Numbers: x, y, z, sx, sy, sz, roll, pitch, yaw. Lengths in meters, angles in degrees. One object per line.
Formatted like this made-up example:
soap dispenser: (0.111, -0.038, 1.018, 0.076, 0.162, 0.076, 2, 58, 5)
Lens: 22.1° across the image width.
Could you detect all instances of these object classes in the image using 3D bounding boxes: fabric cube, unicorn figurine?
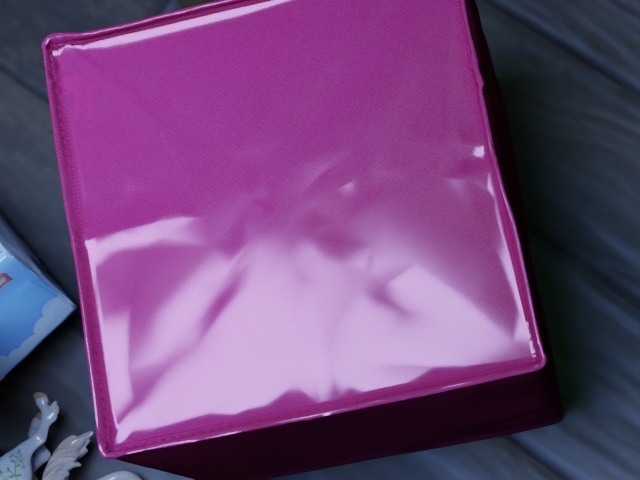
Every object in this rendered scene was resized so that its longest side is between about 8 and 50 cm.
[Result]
fabric cube: (0.000, 0.000, 1.016, 0.254, 0.258, 0.259, -12, 76, 9)
unicorn figurine: (-0.243, 0.157, 1.125, 0.162, 0.060, 0.111, -5, 54, 29)

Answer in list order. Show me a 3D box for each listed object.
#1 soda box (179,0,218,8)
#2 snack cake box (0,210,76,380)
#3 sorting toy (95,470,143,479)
soda box: (-0.091, -0.208, 1.117, 0.058, 0.181, 0.061, -31, 75, 2)
snack cake box: (-0.316, 0.076, 1.121, 0.264, 0.089, 0.152, -43, 53, -1)
sorting toy: (-0.171, 0.285, 1.098, 0.193, 0.038, 0.208, -27, 75, 4)
